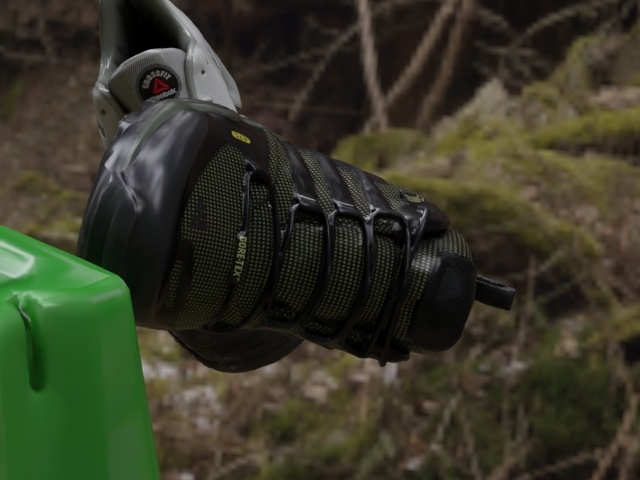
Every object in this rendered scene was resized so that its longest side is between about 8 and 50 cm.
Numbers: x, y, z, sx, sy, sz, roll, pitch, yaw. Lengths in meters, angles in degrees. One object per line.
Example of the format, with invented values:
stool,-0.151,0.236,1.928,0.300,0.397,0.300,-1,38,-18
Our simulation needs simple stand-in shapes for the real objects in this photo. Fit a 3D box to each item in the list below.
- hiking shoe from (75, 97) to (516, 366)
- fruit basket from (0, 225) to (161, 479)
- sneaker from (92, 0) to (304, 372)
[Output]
hiking shoe,0.000,0.000,0.628,0.114,0.086,0.227,15,7,24
fruit basket,-0.245,0.150,0.484,0.392,0.392,0.283,1,12,36
sneaker,-0.102,-0.055,1.199,0.122,0.330,0.146,-26,-38,2
